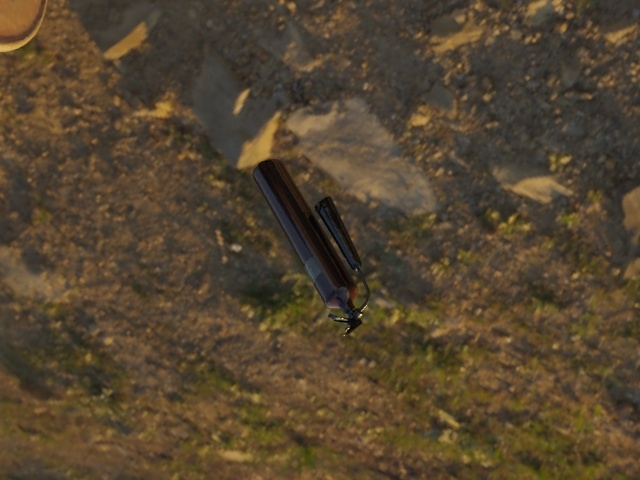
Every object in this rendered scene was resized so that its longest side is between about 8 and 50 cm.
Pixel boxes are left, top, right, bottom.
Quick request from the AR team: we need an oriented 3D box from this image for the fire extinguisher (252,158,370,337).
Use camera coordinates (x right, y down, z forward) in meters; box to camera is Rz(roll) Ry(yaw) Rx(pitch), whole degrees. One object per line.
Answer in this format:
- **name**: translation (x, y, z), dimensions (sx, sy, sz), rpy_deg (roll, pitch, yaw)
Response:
- **fire extinguisher**: translation (0.000, 0.000, 0.737), dimensions (0.173, 0.049, 0.035), rpy_deg (60, 177, 30)

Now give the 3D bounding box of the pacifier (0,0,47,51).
- **pacifier**: translation (-0.265, -0.287, 0.677), dimensions (0.220, 0.273, 0.332), rpy_deg (44, 172, 32)
